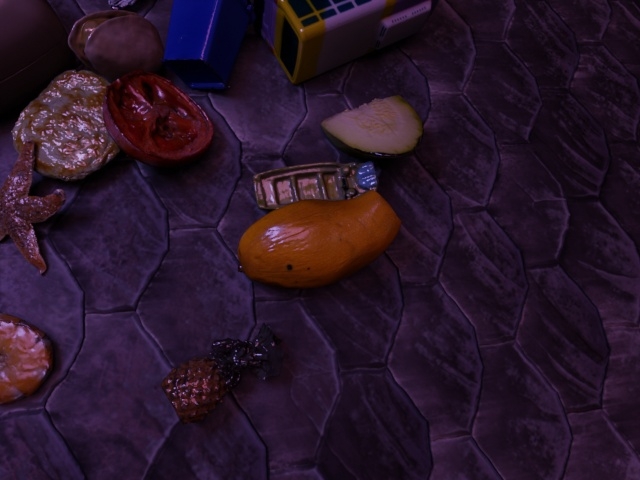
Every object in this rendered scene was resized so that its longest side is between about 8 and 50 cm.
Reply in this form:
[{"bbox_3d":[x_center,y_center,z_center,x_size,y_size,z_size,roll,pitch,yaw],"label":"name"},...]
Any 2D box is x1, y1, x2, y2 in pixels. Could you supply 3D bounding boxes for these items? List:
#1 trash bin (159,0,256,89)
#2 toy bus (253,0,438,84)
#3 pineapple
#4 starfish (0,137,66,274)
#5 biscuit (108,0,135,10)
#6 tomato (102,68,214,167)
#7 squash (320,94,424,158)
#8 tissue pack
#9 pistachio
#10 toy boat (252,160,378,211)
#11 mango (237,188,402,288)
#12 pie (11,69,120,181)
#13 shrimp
[{"bbox_3d":[-0.261,-0.480,0.990,0.162,0.184,0.235,7,79,19],"label":"trash bin"},{"bbox_3d":[0.080,-0.585,1.071,0.439,0.209,0.249,-29,83,-16],"label":"toy bus"},{"bbox_3d":[-0.178,0.249,0.853,0.237,0.119,0.111,-30,37,-21],"label":"pineapple"},{"bbox_3d":[-0.613,-0.086,0.872,0.295,0.048,0.231,45,97,3],"label":"starfish"},{"bbox_3d":[-0.527,-0.700,1.066,0.309,0.079,0.186,44,74,3],"label":"biscuit"},{"bbox_3d":[-0.352,-0.244,0.937,0.228,0.101,0.228,21,55,-34],"label":"tomato"},{"bbox_3d":[0.151,-0.268,1.028,0.236,0.155,0.204,-25,82,-14],"label":"squash"},{"bbox_3d":[-0.713,-0.387,0.845,0.387,0.277,0.267,-37,86,-16],"label":"tissue pack"},{"bbox_3d":[-0.433,-0.417,0.953,0.126,0.152,0.223,32,29,12],"label":"pistachio"},{"bbox_3d":[-0.011,-0.118,0.995,0.276,0.084,0.111,-9,79,-9],"label":"toy boat"},{"bbox_3d":[0.002,0.003,0.921,0.359,0.144,0.187,-10,104,-10],"label":"mango"},{"bbox_3d":[-0.511,-0.234,0.933,0.201,0.090,0.248,32,70,-5],"label":"pie"},{"bbox_3d":[-0.652,0.197,0.802,0.316,0.062,0.164,23,75,-6],"label":"shrimp"}]
